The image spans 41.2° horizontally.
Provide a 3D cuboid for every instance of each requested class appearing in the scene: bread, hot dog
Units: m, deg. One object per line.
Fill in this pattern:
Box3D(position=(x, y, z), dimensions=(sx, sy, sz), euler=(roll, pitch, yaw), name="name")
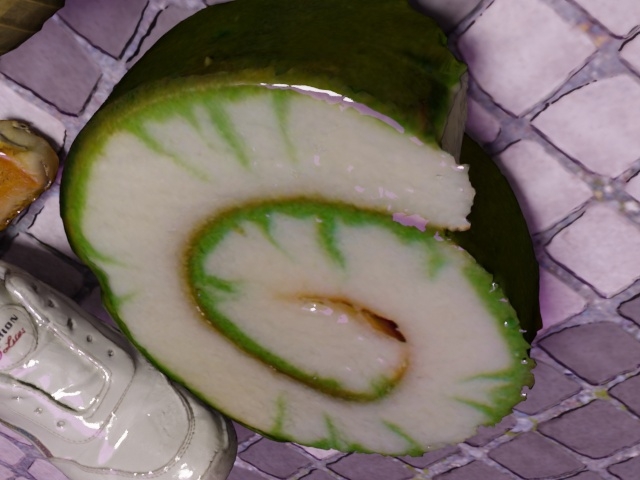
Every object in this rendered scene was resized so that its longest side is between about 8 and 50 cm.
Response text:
Box3D(position=(0.000, 0.000, 0.627), dimensions=(0.366, 0.129, 0.382), euler=(28, 135, -4), name="bread")
Box3D(position=(-0.333, -0.023, 0.769), dimensions=(0.289, 0.068, 0.083), euler=(-30, 141, 35), name="hot dog")

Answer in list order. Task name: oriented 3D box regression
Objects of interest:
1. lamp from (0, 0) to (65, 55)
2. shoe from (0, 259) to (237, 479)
Box3D(position=(-0.220, -0.222, 0.423), dimensions=(0.250, 0.250, 0.284), euler=(25, 102, -6), name="lamp")
Box3D(position=(-0.235, 0.113, 0.726), dimensions=(0.342, 0.132, 0.210), euler=(26, 162, 28), name="shoe")
